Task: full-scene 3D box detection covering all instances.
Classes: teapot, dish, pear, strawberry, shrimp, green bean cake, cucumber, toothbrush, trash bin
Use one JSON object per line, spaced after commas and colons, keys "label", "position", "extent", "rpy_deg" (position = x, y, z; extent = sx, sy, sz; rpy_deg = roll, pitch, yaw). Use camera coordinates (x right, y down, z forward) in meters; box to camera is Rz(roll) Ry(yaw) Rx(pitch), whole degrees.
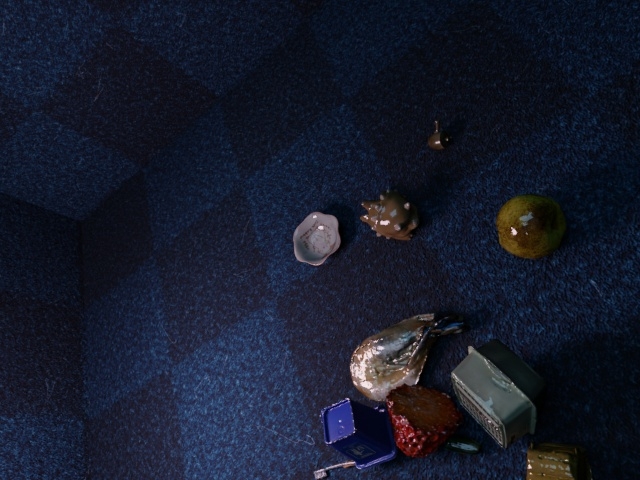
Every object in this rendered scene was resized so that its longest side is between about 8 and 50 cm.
{"label": "teapot", "position": [0.440, -0.393, 1.752], "extent": [0.085, 0.110, 0.080], "rpy_deg": [-34, 21, -36]}
{"label": "dish", "position": [0.000, 0.000, 1.919], "extent": [0.229, 0.081, 0.229], "rpy_deg": [-11, 67, 29]}
{"label": "pear", "position": [0.618, -0.043, 1.415], "extent": [0.197, 0.197, 0.197], "rpy_deg": [-14, 64, 31]}
{"label": "strawberry", "position": [0.304, 0.558, 1.429], "extent": [0.234, 0.234, 0.178], "rpy_deg": [26, 118, 40]}
{"label": "shrimp", "position": [0.279, 0.371, 1.553], "extent": [0.445, 0.110, 0.221], "rpy_deg": [-38, 59, 22]}
{"label": "green bean cake", "position": [0.580, 0.611, 1.153], "extent": [0.131, 0.229, 0.224], "rpy_deg": [-7, 71, 35]}
{"label": "cucumber", "position": [0.422, 0.601, 1.386], "extent": [0.105, 0.048, 0.048], "rpy_deg": [0, 72, 33]}
{"label": "toothbrush", "position": [0.107, 0.741, 1.571], "extent": [0.321, 0.023, 0.031], "rpy_deg": [-30, 64, 24]}
{"label": "trash bin", "position": [0.118, 0.587, 1.482], "extent": [0.162, 0.234, 0.184], "rpy_deg": [-33, 40, 22]}

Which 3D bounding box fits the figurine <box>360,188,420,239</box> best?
{"label": "figurine", "position": [0.243, -0.101, 1.722], "extent": [0.177, 0.173, 0.247], "rpy_deg": [-50, 51, 9]}

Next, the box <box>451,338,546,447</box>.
{"label": "box", "position": [0.478, 0.409, 1.270], "extent": [0.166, 0.290, 0.220], "rpy_deg": [-39, 51, -9]}
